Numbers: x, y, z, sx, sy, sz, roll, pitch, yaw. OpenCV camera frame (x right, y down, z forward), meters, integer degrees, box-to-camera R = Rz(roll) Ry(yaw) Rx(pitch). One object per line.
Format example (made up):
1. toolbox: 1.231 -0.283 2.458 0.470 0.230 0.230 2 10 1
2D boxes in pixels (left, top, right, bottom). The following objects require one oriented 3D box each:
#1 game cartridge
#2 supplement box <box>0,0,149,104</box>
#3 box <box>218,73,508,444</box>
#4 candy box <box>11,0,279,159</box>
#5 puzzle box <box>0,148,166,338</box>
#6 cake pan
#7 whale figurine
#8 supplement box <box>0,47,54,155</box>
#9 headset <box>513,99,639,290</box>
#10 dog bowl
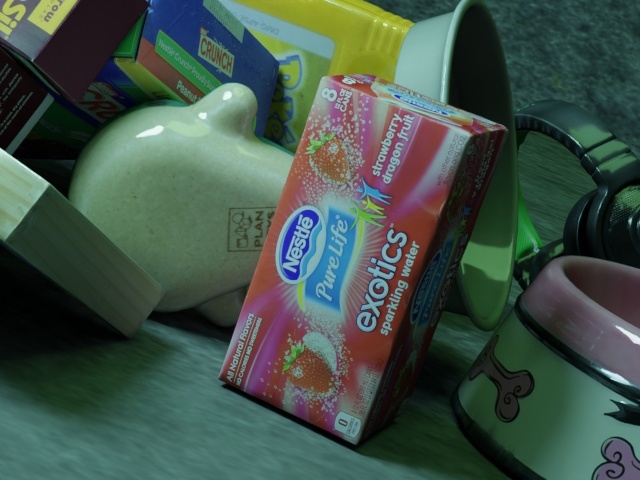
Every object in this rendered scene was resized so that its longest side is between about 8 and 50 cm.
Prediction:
1. game cartridge: -0.063 -0.125 1.727 0.323 0.285 0.052 24 25 16
2. supplement box: -0.246 -0.206 1.425 0.188 0.104 0.081 33 -7 27
3. box: 0.033 0.011 1.368 0.128 0.257 0.122 24 13 16
4. candy box: -0.234 -0.164 1.604 0.317 0.122 0.268 2 -17 22
5. puzzle box: -0.319 -0.085 1.335 0.409 0.052 0.272 34 -7 20
6. cake pan: 0.120 -0.066 1.551 0.054 0.293 0.293 -3 6 18
7. whale figurine: -0.076 -0.036 1.491 0.272 0.216 0.141 -1 22 -7
8. supplement box: -0.318 -0.160 1.345 0.130 0.073 0.239 33 -7 29
9. headset: 0.323 0.021 1.854 0.185 0.243 0.394 -24 70 -26
10. dog bowl: 0.327 0.146 1.517 0.408 0.150 0.408 19 12 -4
